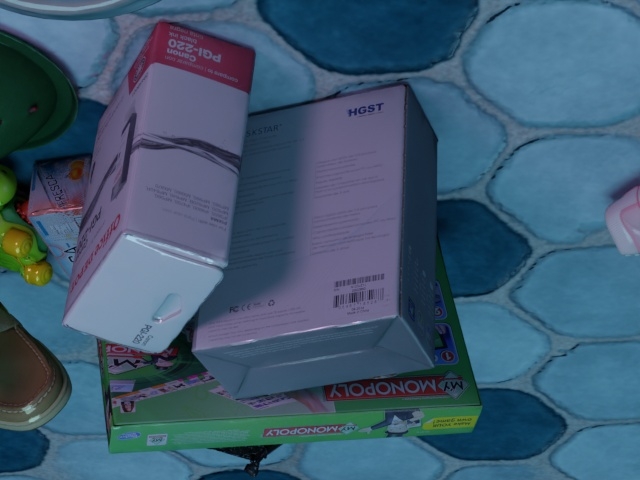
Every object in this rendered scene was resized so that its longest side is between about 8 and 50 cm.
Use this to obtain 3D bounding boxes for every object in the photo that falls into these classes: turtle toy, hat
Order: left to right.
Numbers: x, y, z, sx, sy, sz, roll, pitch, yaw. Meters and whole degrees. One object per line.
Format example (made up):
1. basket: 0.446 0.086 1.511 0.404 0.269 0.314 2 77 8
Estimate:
1. hat: -0.308 -0.062 1.494 0.208 0.183 0.173 28 139 -32
2. turtle toy: -0.287 -0.018 1.662 0.095 0.066 0.130 18 153 26

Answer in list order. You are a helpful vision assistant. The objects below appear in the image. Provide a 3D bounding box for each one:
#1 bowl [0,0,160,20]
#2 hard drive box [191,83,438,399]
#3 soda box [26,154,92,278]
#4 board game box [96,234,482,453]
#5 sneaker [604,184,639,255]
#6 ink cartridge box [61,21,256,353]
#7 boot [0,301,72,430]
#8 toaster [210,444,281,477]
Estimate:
1. bowl: -0.161 -0.260 1.162 0.312 0.163 0.311 0 136 0
2. hard drive box: 0.000 0.000 1.517 0.181 0.232 0.089 -10 145 20
3. soda box: -0.208 0.000 1.686 0.058 0.063 0.183 -8 144 13
4. board game box: -0.036 0.077 1.598 0.317 0.213 0.046 -1 142 -13
5. sneaker: 0.311 -0.005 1.646 0.134 0.051 0.070 31 139 -29
6. ink cartridge box: -0.130 -0.041 1.479 0.092 0.218 0.158 17 144 -18
7. boot: -0.346 0.050 1.658 0.262 0.095 0.203 37 161 35
8. toaster: -0.091 0.138 1.839 0.168 0.110 0.186 22 142 -24
